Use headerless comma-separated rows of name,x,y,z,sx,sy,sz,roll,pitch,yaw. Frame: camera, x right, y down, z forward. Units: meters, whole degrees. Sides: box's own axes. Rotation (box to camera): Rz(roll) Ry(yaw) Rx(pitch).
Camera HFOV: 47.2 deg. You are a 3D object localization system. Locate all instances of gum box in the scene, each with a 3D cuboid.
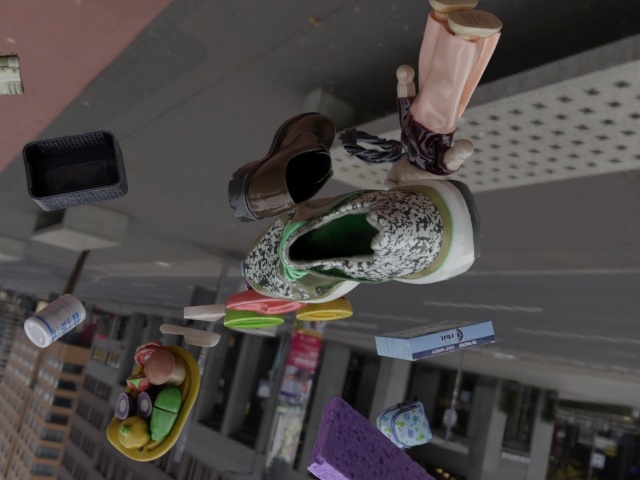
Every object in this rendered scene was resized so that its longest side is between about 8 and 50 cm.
gum box,0.202,0.177,1.324,0.157,0.041,0.184,-10,177,-14

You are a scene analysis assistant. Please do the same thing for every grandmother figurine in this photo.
grandmother figurine,0.170,-0.179,1.080,0.104,0.207,0.342,-1,135,-14

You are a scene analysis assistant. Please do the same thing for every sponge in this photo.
sponge,0.077,0.300,0.924,0.210,0.031,0.117,42,-153,-12

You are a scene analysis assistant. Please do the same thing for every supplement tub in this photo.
supplement tub,-0.549,0.165,1.513,0.071,0.071,0.107,7,-149,31

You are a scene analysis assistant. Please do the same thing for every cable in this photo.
cable,0.112,-0.211,1.606,0.151,0.047,0.184,31,-155,18

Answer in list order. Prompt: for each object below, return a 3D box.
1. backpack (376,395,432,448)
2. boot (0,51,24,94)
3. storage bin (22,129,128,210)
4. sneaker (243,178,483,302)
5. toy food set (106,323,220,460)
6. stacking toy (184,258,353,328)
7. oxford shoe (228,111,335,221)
backpack,0.192,0.428,1.690,0.114,0.105,0.084,-15,177,-6
boot,-0.701,-0.367,1.490,0.165,0.077,0.213,-7,151,-12
storage bin,-0.487,-0.139,1.462,0.180,0.122,0.084,-11,169,-8
sneaker,0.000,0.000,0.967,0.182,0.158,0.410,0,169,-42
toy food set,-0.254,0.217,1.096,0.128,0.217,0.071,14,164,30
stacking toy,-0.108,0.094,1.517,0.280,0.130,0.309,-11,163,25
oxford shoe,-0.017,-0.093,0.891,0.096,0.227,0.082,-6,122,28
